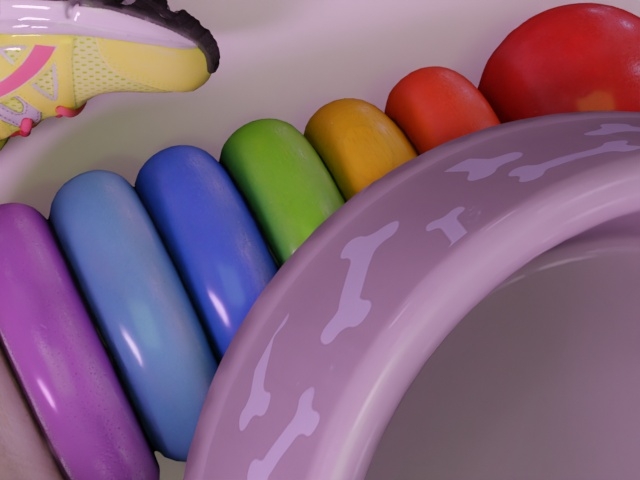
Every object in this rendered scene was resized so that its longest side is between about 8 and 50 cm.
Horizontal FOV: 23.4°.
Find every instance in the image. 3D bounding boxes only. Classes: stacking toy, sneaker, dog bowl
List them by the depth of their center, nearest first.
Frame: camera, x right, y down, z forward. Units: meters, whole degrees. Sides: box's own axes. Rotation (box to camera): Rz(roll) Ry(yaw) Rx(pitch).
[{"bbox_3d":[0.126,0.121,0.543,0.349,0.102,0.348,0,88,-14],"label":"dog bowl"},{"bbox_3d":[0.000,0.000,0.629,0.330,0.141,0.141,-24,97,-9],"label":"stacking toy"},{"bbox_3d":[-0.144,-0.060,0.632,0.209,0.081,0.094,-1,102,2],"label":"sneaker"}]
